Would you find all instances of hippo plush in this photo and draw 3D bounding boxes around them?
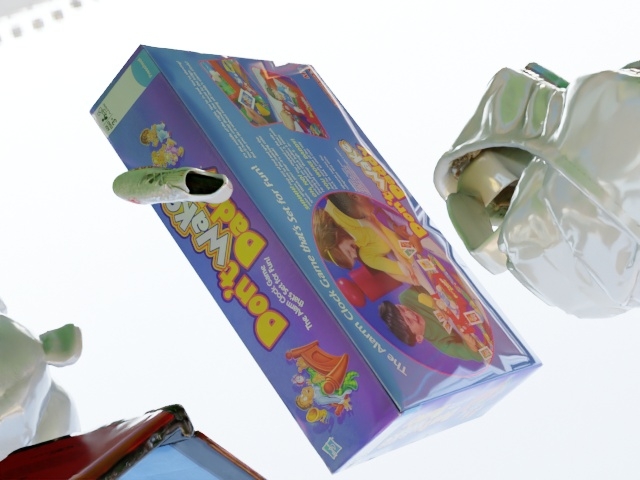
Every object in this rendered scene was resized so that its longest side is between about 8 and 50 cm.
[{"bbox_3d":[-0.264,0.075,0.851,0.237,0.294,0.234,14,-135,27],"label":"hippo plush"}]

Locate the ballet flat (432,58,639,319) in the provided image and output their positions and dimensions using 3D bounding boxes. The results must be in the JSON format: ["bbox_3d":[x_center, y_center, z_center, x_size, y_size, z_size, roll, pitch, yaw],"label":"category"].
[{"bbox_3d":[0.148,-0.022,0.678,0.139,0.139,0.400,-11,-169,-4],"label":"ballet flat"}]

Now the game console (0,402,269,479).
[{"bbox_3d":[-0.116,0.144,0.631,0.144,0.085,0.124,-21,-171,36],"label":"game console"}]

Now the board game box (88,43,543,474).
[{"bbox_3d":[0.000,0.000,0.961,0.233,0.078,0.347,-5,-126,-55],"label":"board game box"}]

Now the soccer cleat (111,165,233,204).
[{"bbox_3d":[-0.102,-0.039,0.824,0.083,0.035,0.029,4,-103,-3],"label":"soccer cleat"}]
